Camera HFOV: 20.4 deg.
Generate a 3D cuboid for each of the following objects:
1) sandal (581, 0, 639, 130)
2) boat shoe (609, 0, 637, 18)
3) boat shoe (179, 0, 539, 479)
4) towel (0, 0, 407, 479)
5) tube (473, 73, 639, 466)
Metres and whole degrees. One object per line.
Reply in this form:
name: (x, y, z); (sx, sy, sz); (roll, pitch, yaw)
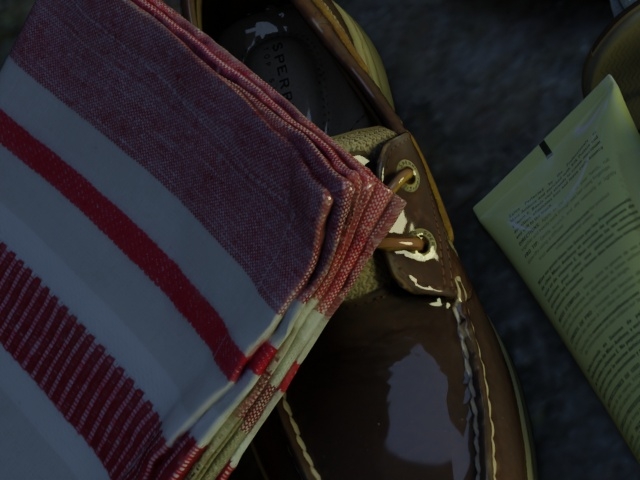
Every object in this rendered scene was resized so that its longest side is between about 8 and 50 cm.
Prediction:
sandal: (0.202, -0.075, 0.770); (0.180, 0.072, 0.049); (0, 33, 15)
boat shoe: (0.155, -0.131, 0.830); (0.227, 0.079, 0.081); (14, 83, 27)
boat shoe: (0.000, 0.000, 0.772); (0.123, 0.123, 0.342); (-19, 56, 9)
towel: (-0.129, 0.056, 0.760); (0.237, 0.037, 0.329); (40, 102, 40)
tube: (0.142, 0.043, 0.735); (0.070, 0.062, 0.240); (-21, 54, -7)
